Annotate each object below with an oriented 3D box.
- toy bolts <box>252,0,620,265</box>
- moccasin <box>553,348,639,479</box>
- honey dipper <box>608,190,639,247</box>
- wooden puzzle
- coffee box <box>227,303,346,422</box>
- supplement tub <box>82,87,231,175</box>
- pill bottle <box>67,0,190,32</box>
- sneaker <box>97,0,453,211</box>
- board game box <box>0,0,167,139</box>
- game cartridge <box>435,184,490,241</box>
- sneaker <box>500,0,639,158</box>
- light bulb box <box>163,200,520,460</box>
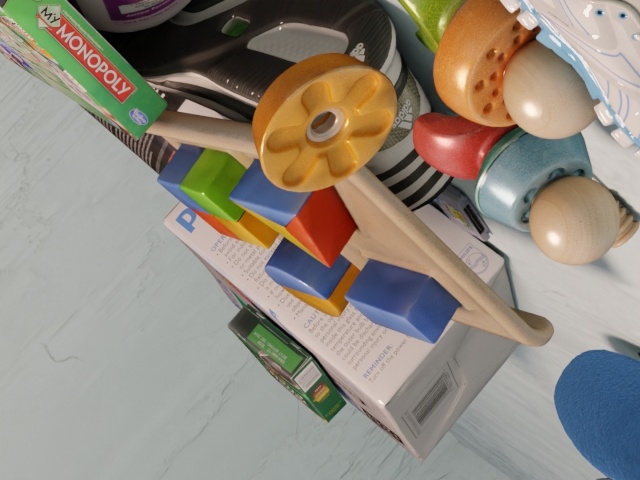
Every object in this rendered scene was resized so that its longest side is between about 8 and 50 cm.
[{"bbox_3d":[0.097,-0.057,0.868,0.158,0.218,0.228,53,-172,36],"label":"toy bolts"},{"bbox_3d":[0.368,0.227,1.336,0.117,0.137,0.342,29,-173,-39],"label":"moccasin"},{"bbox_3d":[0.186,-0.059,1.055,0.161,0.030,0.030,45,172,-6],"label":"honey dipper"},{"bbox_3d":[0.000,0.000,1.235,0.348,0.080,0.322,36,168,-34],"label":"wooden puzzle"},{"bbox_3d":[-0.038,0.153,1.636,0.113,0.040,0.184,38,171,25],"label":"coffee box"},{"bbox_3d":[-0.161,-0.183,1.497,0.316,0.193,0.193,40,173,7],"label":"supplement tub"},{"bbox_3d":[-0.182,-0.293,1.081,0.169,0.169,0.301,41,172,8],"label":"pill bottle"},{"bbox_3d":[-0.046,-0.133,1.287,0.447,0.169,0.257,31,165,47],"label":"sneaker"},{"bbox_3d":[-0.285,-0.211,1.220,0.213,0.046,0.317,47,171,-38],"label":"board game box"},{"bbox_3d":[0.148,-0.034,1.449,0.056,0.017,0.083,40,173,44],"label":"game cartridge"},{"bbox_3d":[0.170,-0.108,0.715,0.191,0.071,0.083,42,167,-3],"label":"sneaker"},{"bbox_3d":[0.042,0.055,1.700,0.361,0.225,0.358,38,172,22],"label":"light bulb box"}]
